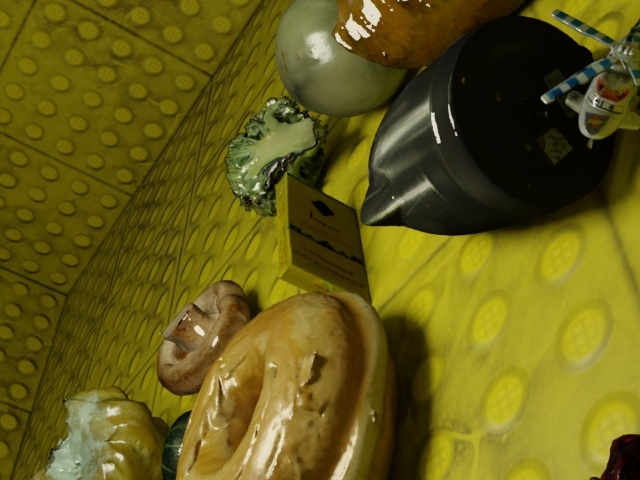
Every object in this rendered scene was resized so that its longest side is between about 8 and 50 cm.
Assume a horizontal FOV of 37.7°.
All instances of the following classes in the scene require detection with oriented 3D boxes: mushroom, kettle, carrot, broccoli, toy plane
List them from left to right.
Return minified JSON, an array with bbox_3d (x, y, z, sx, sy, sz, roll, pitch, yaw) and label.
[{"bbox_3d":[-0.232,0.195,1.896,0.278,0.146,0.278,-43,22,22],"label":"mushroom"},{"bbox_3d":[-0.047,-0.158,1.876,0.273,0.180,0.242,-16,62,39],"label":"broccoli"},{"bbox_3d":[0.199,-0.423,1.478,0.341,0.242,0.241,-35,34,46],"label":"carrot"},{"bbox_3d":[0.204,-0.139,1.202,0.321,0.228,0.324,-43,7,-26],"label":"kettle"},{"bbox_3d":[0.343,-0.220,1.052,0.107,0.182,0.273,90,-169,-55],"label":"toy plane"}]

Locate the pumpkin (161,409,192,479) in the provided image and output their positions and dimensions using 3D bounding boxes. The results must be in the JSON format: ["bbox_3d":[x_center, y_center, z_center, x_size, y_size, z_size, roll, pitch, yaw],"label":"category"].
[{"bbox_3d":[-0.215,0.378,1.649,0.125,0.167,0.167,-4,49,15],"label":"pumpkin"}]

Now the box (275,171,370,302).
[{"bbox_3d":[0.000,0.001,1.558,0.041,0.153,0.279,-53,23,26],"label":"box"}]

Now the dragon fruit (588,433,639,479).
[{"bbox_3d":[0.266,0.330,0.630,0.286,0.228,0.329,-21,-59,-74],"label":"dragon fruit"}]

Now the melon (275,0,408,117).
[{"bbox_3d":[0.040,-0.354,1.753,0.308,0.272,0.271,82,-152,-73],"label":"melon"}]

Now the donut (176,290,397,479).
[{"bbox_3d":[-0.049,0.273,1.291,0.449,0.198,0.448,-47,27,32],"label":"donut"}]

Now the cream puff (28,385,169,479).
[{"bbox_3d":[-0.411,0.466,1.926,0.274,0.270,0.323,33,98,35],"label":"cream puff"}]
